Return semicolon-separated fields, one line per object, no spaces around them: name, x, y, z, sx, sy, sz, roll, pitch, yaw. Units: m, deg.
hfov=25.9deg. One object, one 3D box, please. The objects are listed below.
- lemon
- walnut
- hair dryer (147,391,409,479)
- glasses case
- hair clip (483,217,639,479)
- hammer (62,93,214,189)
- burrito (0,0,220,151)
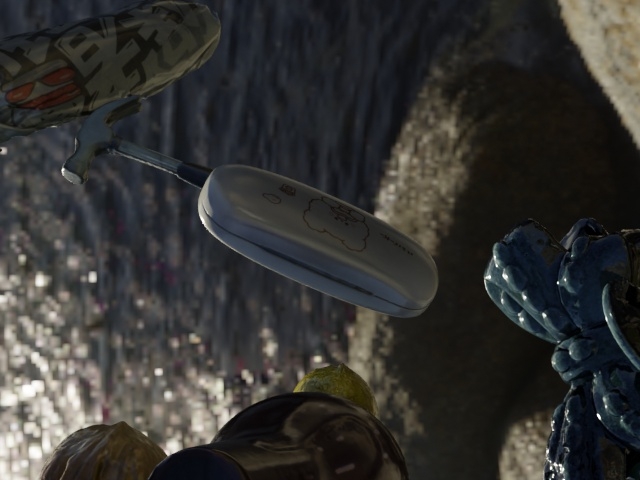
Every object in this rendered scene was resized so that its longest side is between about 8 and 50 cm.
lemon;0.016;0.209;1.662;0.109;0.109;0.133;39;131;51
walnut;-0.229;0.280;1.486;0.155;0.155;0.184;29;111;54
hair dryer;0.082;0.185;0.777;0.312;0.340;0.123;34;-104;-79
glasses case;0.000;0.000;1.045;0.074;0.193;0.049;-81;18;-52
hair clip;0.297;0.111;1.396;0.206;0.194;0.310;-35;64;50
hammer;-0.117;-0.067;1.336;0.029;0.246;0.103;91;-160;-64
burrito;-0.260;-0.174;1.436;0.139;0.445;0.101;13;115;31
